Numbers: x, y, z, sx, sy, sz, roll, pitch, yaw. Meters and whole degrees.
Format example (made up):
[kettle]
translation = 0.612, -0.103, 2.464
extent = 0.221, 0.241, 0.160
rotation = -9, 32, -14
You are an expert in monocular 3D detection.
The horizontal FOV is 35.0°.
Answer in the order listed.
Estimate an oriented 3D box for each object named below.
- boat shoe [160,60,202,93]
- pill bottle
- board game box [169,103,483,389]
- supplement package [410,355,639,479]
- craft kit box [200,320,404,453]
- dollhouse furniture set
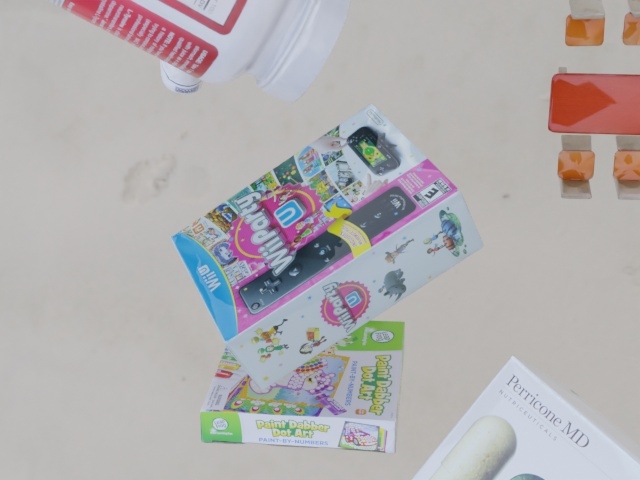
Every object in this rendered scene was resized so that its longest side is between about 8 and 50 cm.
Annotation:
[boat shoe]
translation = -0.235, -0.360, 1.664
extent = 0.084, 0.095, 0.258
rotation = 109, 144, -53
[pill bottle]
translation = -0.176, -0.345, 1.302
extent = 0.229, 0.407, 0.229
rotation = -54, 20, 29
[board game box]
translation = 0.000, 0.000, 1.190
extent = 0.303, 0.097, 0.224
rotation = -34, 41, -2
[supplement package]
translation = 0.176, 0.270, 0.850
extent = 0.199, 0.198, 0.263
rotation = 41, 95, 30
[craft kit box]
translation = -0.014, 0.185, 1.357
extent = 0.246, 0.250, 0.061
rotation = 4, 115, 5
[dollhouse furniture set]
translation = 0.430, -0.176, 1.323
extent = 0.259, 0.135, 0.262
rotation = 2, 117, 10
